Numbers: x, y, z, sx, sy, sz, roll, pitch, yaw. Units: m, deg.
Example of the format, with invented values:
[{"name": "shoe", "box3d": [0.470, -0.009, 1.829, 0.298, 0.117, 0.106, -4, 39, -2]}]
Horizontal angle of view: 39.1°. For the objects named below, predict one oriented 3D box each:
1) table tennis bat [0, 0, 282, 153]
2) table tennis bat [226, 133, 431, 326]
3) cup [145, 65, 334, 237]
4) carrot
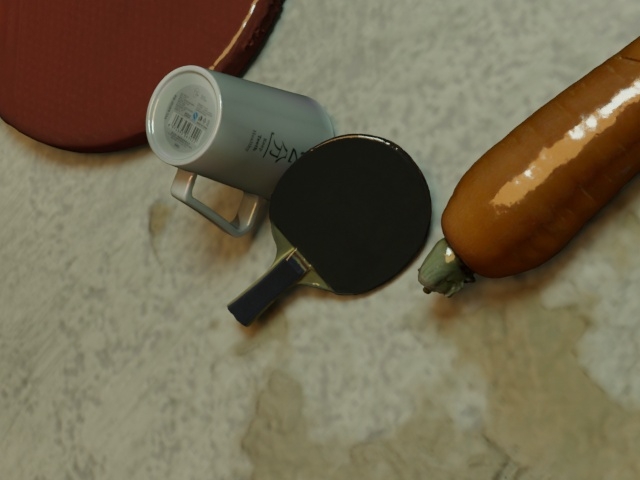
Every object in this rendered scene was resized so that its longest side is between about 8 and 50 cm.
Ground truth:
[{"name": "table tennis bat", "box3d": [-0.208, -0.193, 0.731, 0.415, 0.051, 0.268, -8, 75, 26]}, {"name": "table tennis bat", "box3d": [0.000, 0.000, 0.570, 0.158, 0.014, 0.095, -42, 92, 20]}, {"name": "cup", "box3d": [-0.055, -0.054, 0.579, 0.074, 0.116, 0.104, 28, 101, 33]}, {"name": "carrot", "box3d": [0.178, -0.081, 0.477, 0.336, 0.069, 0.069, -42, 63, 15]}]
